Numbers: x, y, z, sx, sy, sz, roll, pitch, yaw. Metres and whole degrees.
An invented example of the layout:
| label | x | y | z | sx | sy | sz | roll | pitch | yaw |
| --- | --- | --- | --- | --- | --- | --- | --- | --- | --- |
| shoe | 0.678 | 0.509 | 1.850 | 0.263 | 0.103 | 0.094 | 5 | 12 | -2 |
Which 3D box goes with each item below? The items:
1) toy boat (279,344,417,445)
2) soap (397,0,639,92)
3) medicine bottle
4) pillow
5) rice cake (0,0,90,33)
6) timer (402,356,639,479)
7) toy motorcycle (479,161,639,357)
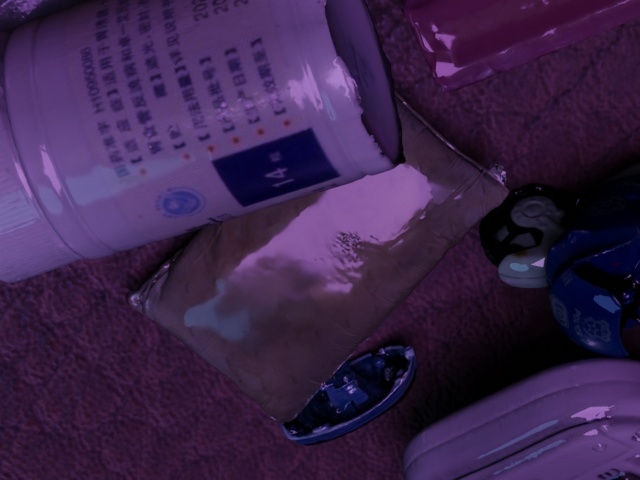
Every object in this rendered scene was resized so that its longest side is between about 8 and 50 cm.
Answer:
| label | x | y | z | sx | sy | sz | roll | pitch | yaw |
| --- | --- | --- | --- | --- | --- | --- | --- | --- | --- |
| toy boat | 0.025 | 0.132 | 1.748 | 0.137 | 0.060 | 0.061 | -25 | 136 | 7 |
| soap | 0.225 | -0.268 | 1.463 | 0.359 | 0.233 | 0.128 | -21 | 118 | 19 |
| medicine bottle | -0.122 | -0.097 | 1.493 | 0.332 | 0.190 | 0.190 | -16 | 115 | 12 |
| pillow | 0.000 | 0.000 | 1.679 | 0.185 | 0.075 | 0.302 | 41 | 103 | -12 |
| rice cake | -0.231 | -0.171 | 1.591 | 0.222 | 0.042 | 0.080 | -29 | 119 | 4 |
| timer | 0.217 | 0.194 | 1.717 | 0.262 | 0.087 | 0.237 | -30 | 141 | 33 |
| toy motorcycle | 0.301 | -0.003 | 1.646 | 0.331 | 0.196 | 0.125 | -11 | 132 | 4 |
